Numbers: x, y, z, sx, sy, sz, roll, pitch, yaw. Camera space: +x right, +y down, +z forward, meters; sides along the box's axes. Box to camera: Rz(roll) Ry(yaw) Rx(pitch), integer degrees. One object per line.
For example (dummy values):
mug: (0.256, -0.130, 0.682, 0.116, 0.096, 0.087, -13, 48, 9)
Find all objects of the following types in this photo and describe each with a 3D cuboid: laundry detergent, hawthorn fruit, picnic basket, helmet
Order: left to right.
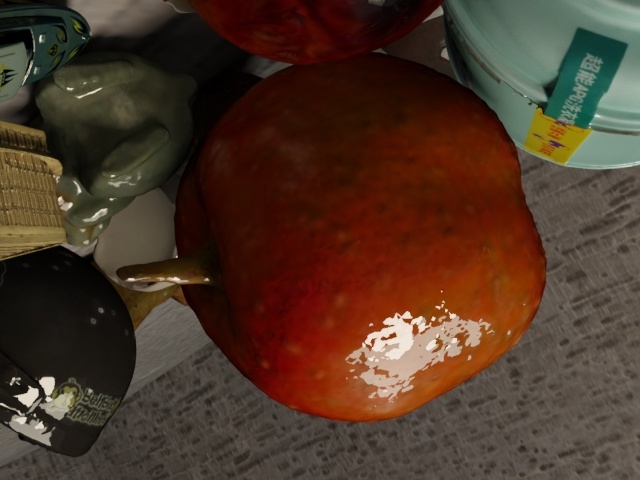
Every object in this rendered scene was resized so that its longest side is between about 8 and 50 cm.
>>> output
picnic basket: (-0.255, -0.019, 0.539, 0.164, 0.080, 0.115, -13, 176, 15)
helmet: (-0.280, 0.078, 0.823, 0.160, 0.230, 0.279, -48, 153, -12)
hawthorn fruit: (0.000, 0.000, 0.655, 0.330, 0.287, 0.287, -12, 163, -35)
laundry detergent: (0.221, -0.206, 0.611, 0.287, 0.287, 0.305, -33, 174, 9)

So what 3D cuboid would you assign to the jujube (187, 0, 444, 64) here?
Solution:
jujube: (0.003, -0.190, 0.372, 0.168, 0.168, 0.236, -28, 155, -25)

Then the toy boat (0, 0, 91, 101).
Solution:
toy boat: (-0.187, -0.110, 0.492, 0.141, 0.060, 0.055, -30, 151, -51)

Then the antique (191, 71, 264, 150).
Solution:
antique: (-0.074, -0.107, 0.800, 0.104, 0.104, 0.104, -31, 173, -4)

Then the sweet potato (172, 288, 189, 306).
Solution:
sweet potato: (-0.214, 0.065, 1.445, 0.354, 0.095, 0.106, 65, 39, -72)

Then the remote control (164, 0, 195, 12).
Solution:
remote control: (-0.020, -0.219, 0.553, 0.212, 0.028, 0.059, -34, 176, 21)

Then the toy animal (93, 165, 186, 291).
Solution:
toy animal: (-0.131, -0.027, 0.888, 0.178, 0.128, 0.193, -21, 178, 37)

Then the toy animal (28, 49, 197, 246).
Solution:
toy animal: (-0.183, -0.054, 0.675, 0.138, 0.108, 0.236, -28, 173, -34)

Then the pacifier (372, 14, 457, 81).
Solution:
pacifier: (0.084, -0.121, 0.899, 0.332, 0.220, 0.273, -53, 172, -2)

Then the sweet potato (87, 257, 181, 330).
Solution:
sweet potato: (-0.273, 0.075, 1.144, 0.422, 0.130, 0.130, -33, 176, -41)
